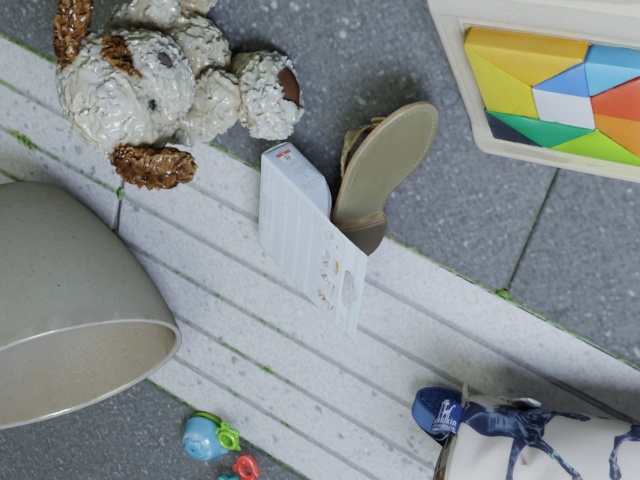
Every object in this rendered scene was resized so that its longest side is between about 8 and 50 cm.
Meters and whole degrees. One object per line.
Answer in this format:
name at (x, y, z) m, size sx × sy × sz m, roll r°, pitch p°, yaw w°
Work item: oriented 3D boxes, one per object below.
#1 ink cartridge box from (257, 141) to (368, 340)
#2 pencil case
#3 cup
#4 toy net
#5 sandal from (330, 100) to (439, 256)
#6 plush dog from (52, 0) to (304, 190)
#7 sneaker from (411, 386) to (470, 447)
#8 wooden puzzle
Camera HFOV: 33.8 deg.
ink cartridge box at (0.000, 0.000, 1.129) m, size 0.179 × 0.045 × 0.145 m, roll 43°, pitch 147°, yaw 29°
pencil case at (0.310, 0.239, 0.990) m, size 0.410 × 0.183 × 0.160 m, roll 4°, pitch 158°, yaw 17°
cup at (-0.366, 0.068, 1.312) m, size 0.331 × 0.331 × 0.237 m, roll -40°, pitch 63°, yaw 39°
toy net at (-0.107, 0.339, 1.428) m, size 0.122 × 0.045 × 0.232 m, roll -14°, pitch 107°, yaw 35°
sandal at (0.044, -0.079, 1.095) m, size 0.079 × 0.088 × 0.240 m, roll 62°, pitch 150°, yaw 32°
plush dog at (-0.181, -0.170, 1.094) m, size 0.211 × 0.225 × 0.262 m, roll -27°, pitch 97°, yaw 38°
sneaker at (0.195, 0.253, 1.165) m, size 0.232 × 0.081 × 0.090 m, roll 30°, pitch 119°, yaw 15°
wooden puzzle at (0.213, -0.129, 0.913) m, size 0.221 × 0.044 × 0.238 m, roll 14°, pitch 155°, yaw 26°
